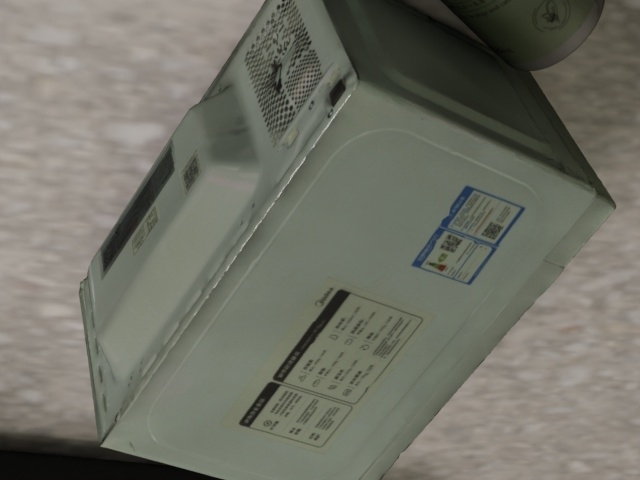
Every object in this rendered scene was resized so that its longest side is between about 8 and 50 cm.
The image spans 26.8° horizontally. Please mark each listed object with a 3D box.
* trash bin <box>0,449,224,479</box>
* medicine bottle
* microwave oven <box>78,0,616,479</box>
[{"bbox_3d":[-0.106,0.211,0.760,0.225,0.115,0.165,6,126,-22],"label":"trash bin"},{"bbox_3d":[0.041,-0.146,0.549,0.057,0.058,0.199,-40,127,17],"label":"medicine bottle"},{"bbox_3d":[0.000,0.000,0.613,0.162,0.122,0.208,22,118,-29],"label":"microwave oven"}]
